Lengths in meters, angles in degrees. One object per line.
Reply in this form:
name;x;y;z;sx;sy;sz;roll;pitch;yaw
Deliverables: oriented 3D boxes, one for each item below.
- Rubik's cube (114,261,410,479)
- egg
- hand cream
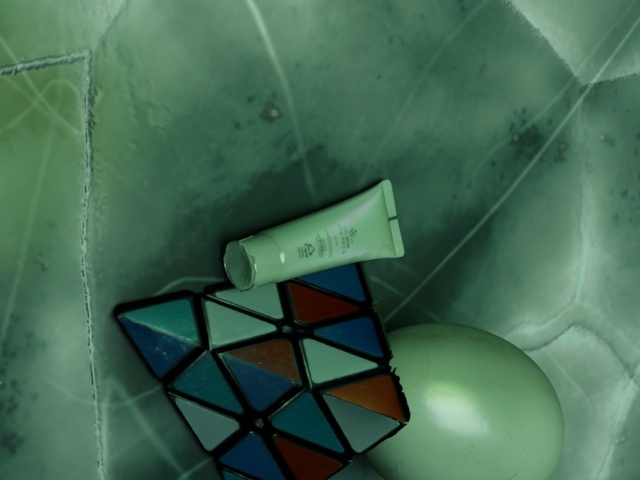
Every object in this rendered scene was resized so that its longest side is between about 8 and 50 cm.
Rubik's cube;-0.008;0.118;1.771;0.250;0.284;0.234;88;25;-44
egg;0.129;0.172;1.813;0.264;0.183;0.183;31;79;-43
hand cream;0.000;0.000;1.770;0.205;0.050;0.078;-17;98;-39
